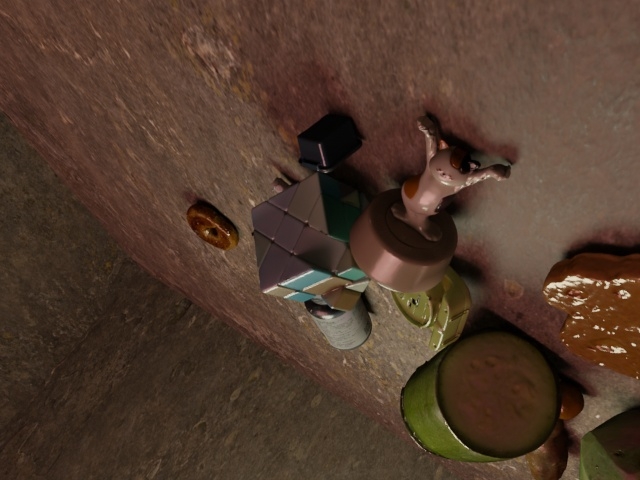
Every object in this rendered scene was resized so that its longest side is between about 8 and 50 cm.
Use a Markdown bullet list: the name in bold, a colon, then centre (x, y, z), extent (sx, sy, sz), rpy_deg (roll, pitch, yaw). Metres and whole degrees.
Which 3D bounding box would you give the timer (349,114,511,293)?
- **timer**: centre (0.163, -0.058, 0.962), extent (0.175, 0.175, 0.266), rpy_deg (34, 142, 8)

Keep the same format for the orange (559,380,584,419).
- **orange**: centre (0.510, 0.335, 1.326), extent (0.085, 0.085, 0.085), rpy_deg (32, 161, 13)

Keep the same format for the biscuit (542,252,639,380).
- **biscuit**: centre (0.484, 0.124, 0.909), extent (0.312, 0.057, 0.351), rpy_deg (46, 158, -23)

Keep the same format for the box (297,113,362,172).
- **box**: centre (0.011, -0.160, 1.018), extent (0.074, 0.099, 0.054), rpy_deg (19, 139, 41)

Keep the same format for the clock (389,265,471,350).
- **clock**: centre (0.192, 0.091, 1.241), extent (0.232, 0.069, 0.170), rpy_deg (49, 152, 35)

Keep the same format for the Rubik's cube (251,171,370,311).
- **Rubik's cube**: centre (0.000, 0.000, 1.212), extent (0.224, 0.265, 0.213), rpy_deg (-25, 153, 34)

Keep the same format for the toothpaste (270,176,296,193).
- **toothpaste**: centre (0.020, -0.037, 1.363), extent (0.301, 0.048, 0.075), rpy_deg (36, 157, -5)

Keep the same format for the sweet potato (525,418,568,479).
- **sweet potato**: centre (0.572, 0.507, 1.588), extent (0.109, 0.109, 0.385), rpy_deg (23, 146, 34)

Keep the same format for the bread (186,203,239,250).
- **bread**: centre (-0.328, -0.043, 1.934), extent (0.193, 0.064, 0.193), rpy_deg (27, 154, 15)

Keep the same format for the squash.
- **squash**: centre (0.336, 0.355, 1.396), extent (0.263, 0.263, 0.384), rpy_deg (34, 161, 8)

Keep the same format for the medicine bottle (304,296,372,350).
- **medicine bottle**: centre (0.041, 0.172, 1.665), extent (0.141, 0.141, 0.293), rpy_deg (25, 158, 31)

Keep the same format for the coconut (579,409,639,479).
- **coconut**: centre (0.601, 0.433, 1.201), extent (0.236, 0.236, 0.204), rpy_deg (38, -164, -2)
